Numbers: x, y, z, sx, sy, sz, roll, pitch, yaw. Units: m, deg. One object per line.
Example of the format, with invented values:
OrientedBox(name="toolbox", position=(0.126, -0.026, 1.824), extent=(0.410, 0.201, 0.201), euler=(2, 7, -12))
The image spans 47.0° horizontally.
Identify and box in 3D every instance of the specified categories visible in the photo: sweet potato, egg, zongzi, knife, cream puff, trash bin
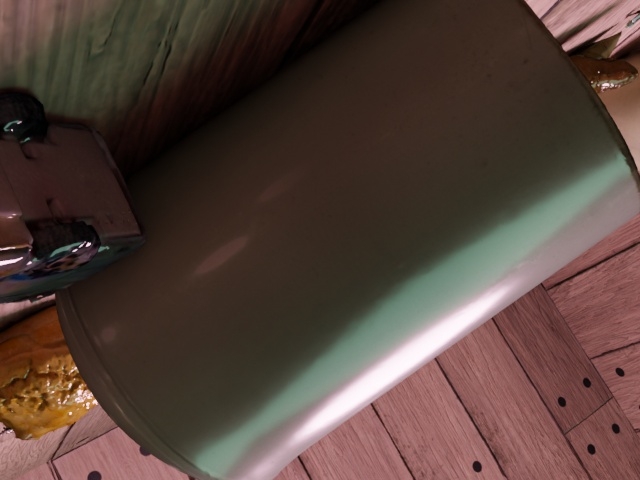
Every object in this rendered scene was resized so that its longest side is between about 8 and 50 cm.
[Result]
OrientedBox(name="sweet potato", position=(0.274, -0.174, 1.032), extent=(0.124, 0.098, 0.310), euler=(1, 153, -46))
OrientedBox(name="egg", position=(0.589, -0.233, 1.327), extent=(0.219, 0.219, 0.269), euler=(-34, 166, 22))
OrientedBox(name="zongzi", position=(0.394, -0.262, 1.113), extent=(0.113, 0.052, 0.104), euler=(-42, 179, -6))
OrientedBox(name="knife", position=(0.500, -0.333, 1.108), extent=(0.078, 0.022, 0.166), euler=(-27, 171, 25))
OrientedBox(name="cream puff", position=(-0.324, 0.161, 0.884), extent=(0.189, 0.129, 0.189), euler=(-29, 167, -7))
OrientedBox(name="trash bin", position=(0.000, 0.000, 0.600), extent=(0.432, 0.280, 0.280), euler=(-35, 170, 12))

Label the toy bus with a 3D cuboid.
OrientedBox(name="toy bus", position=(-0.230, -0.007, 0.372), extent=(0.138, 0.112, 0.317), euler=(-29, 170, 19))
